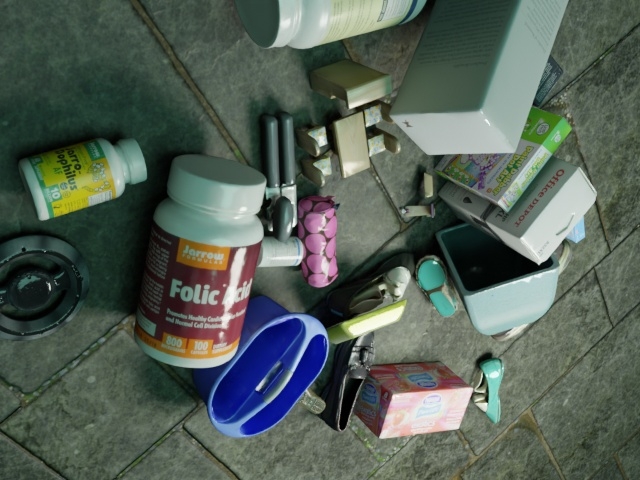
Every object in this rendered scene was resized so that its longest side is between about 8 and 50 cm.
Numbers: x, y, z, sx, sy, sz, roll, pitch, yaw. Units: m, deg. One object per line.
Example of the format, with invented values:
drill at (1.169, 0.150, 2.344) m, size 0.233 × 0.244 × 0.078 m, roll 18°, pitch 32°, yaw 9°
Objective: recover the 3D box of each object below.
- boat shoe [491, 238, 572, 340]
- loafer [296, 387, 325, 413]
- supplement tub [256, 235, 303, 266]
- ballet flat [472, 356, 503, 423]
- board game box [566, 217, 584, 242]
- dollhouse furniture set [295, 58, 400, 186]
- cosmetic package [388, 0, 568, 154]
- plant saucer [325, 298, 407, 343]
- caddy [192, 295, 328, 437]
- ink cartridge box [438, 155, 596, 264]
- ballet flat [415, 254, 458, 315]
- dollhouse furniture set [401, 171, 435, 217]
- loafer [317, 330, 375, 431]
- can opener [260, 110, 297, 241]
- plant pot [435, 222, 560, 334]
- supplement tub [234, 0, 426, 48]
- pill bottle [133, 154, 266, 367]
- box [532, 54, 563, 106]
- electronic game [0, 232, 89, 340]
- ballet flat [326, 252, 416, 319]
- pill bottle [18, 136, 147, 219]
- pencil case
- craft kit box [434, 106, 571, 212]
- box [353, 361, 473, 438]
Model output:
boat shoe at (0.576, 0.121, 2.208) m, size 0.130 × 0.132 × 0.355 m, roll 34°, pitch 88°, yaw -20°
loafer at (-0.052, 0.399, 1.974) m, size 0.148 × 0.050 × 0.056 m, roll 44°, pitch 83°, yaw -24°
supplement tub at (-0.100, 0.025, 1.732) m, size 0.107 × 0.071 × 0.070 m, roll -1°, pitch 114°, yaw -32°
ballet flat at (0.516, 0.468, 2.373) m, size 0.087 × 0.083 × 0.247 m, roll -6°, pitch 119°, yaw -4°
board game box at (0.611, -0.104, 2.039) m, size 0.039 × 0.211 × 0.160 m, roll -31°, pitch 127°, yaw -18°
dollhouse furniture set at (0.074, -0.247, 1.645) m, size 0.212 × 0.161 × 0.242 m, roll -25°, pitch 125°, yaw -21°
cosmetic package at (0.346, -0.412, 1.600) m, size 0.161 × 0.230 × 0.453 m, roll 37°, pitch 69°, yaw -40°
plant saucer at (0.107, 0.209, 1.891) m, size 0.189 × 0.188 × 0.045 m, roll -17°, pitch 82°, yaw -21°
caddy at (-0.135, 0.299, 1.782) m, size 0.341 × 0.179 × 0.241 m, roll -52°, pitch 131°, yaw 0°
ink cartridge box at (0.480, -0.115, 1.885) m, size 0.223 × 0.307 × 0.129 m, roll -50°, pitch 130°, yaw -2°
ballet flat at (0.307, 0.108, 2.042) m, size 0.091 × 0.077 × 0.241 m, roll -14°, pitch 132°, yaw 13°
dollhouse furniture set at (0.245, -0.114, 1.927) m, size 0.081 × 0.091 × 0.114 m, roll -2°, pitch 94°, yaw 11°
loafer at (0.086, 0.364, 2.013) m, size 0.109 × 0.095 × 0.302 m, roll 11°, pitch 107°, yaw -37°
can opener at (-0.081, -0.138, 1.654) m, size 0.074 × 0.093 × 0.280 m, roll -15°, pitch 116°, yaw -26°
plant pot at (0.469, 0.105, 2.011) m, size 0.248 × 0.247 × 0.252 m, roll -17°, pitch 133°, yaw 1°
supplement tub at (0.018, -0.495, 1.432) m, size 0.325 × 0.235 × 0.235 m, roll -21°, pitch 123°, yaw -24°
pill bottle at (-0.240, 0.039, 1.548) m, size 0.224 × 0.224 × 0.391 m, roll 1°, pitch 113°, yaw -34°
box at (0.448, -0.430, 1.803) m, size 0.207 × 0.153 × 0.108 m, roll 32°, pitch 95°, yaw -39°
electronic game at (-0.563, 0.093, 1.477) m, size 0.229 × 0.048 × 0.229 m, roll -16°, pitch 121°, yaw -28°
ballet flat at (0.151, 0.127, 1.932) m, size 0.281 × 0.096 × 0.095 m, roll -29°, pitch 127°, yaw -18°
pill bottle at (-0.435, -0.122, 1.406) m, size 0.209 × 0.117 × 0.117 m, roll -20°, pitch 123°, yaw -23°
pencil case at (0.000, 0.000, 1.777) m, size 0.098 × 0.095 × 0.209 m, roll -39°, pitch 137°, yaw -47°
craft kit box at (0.434, -0.218, 1.842) m, size 0.061 × 0.247 × 0.249 m, roll 37°, pitch 90°, yaw -41°
box at (0.255, 0.441, 2.128) m, size 0.300 × 0.154 × 0.142 m, roll 4°, pitch 112°, yaw -34°
